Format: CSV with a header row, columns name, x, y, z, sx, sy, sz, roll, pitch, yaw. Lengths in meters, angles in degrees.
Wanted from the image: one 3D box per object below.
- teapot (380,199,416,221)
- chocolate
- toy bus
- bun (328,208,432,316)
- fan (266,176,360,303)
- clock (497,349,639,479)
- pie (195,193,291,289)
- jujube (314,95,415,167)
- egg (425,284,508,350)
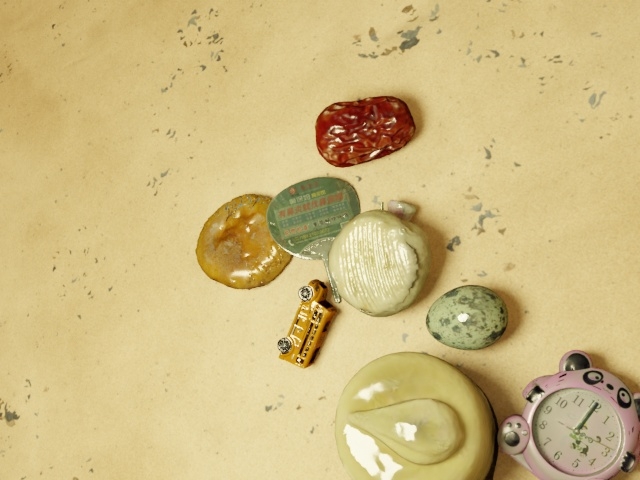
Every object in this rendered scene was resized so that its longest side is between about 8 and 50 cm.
name,x,y,z,sx,sy,sz,roll,pitch,yaw
teapot,0.171,-0.058,1.432,0.083,0.064,0.064,18,93,22
chocolate,0.160,0.366,1.212,0.326,0.297,0.314,-35,62,13
toy bus,-0.023,0.188,1.438,0.088,0.083,0.194,24,97,17
bun,0.132,0.048,1.377,0.239,0.141,0.239,3,94,36
fan,0.016,-0.030,1.501,0.223,0.012,0.294,-45,79,-4
clock,0.480,0.349,1.178,0.228,0.090,0.247,36,90,21
pie,-0.193,0.000,1.574,0.274,0.069,0.273,-6,71,17
jujube,0.101,-0.258,1.464,0.230,0.155,0.155,-15,72,13
egg,0.296,0.159,1.287,0.172,0.132,0.132,-17,71,31
